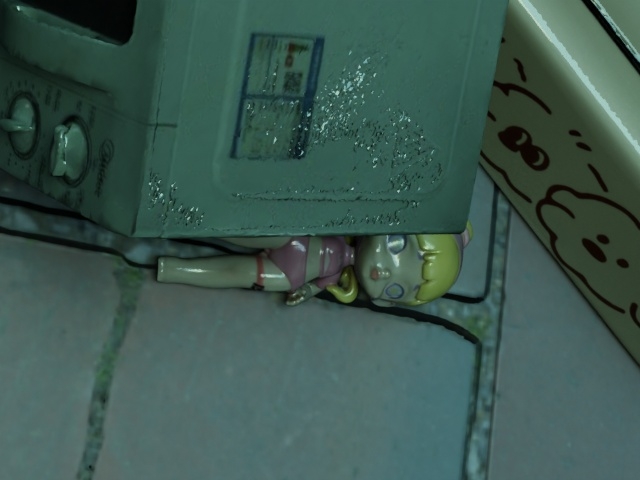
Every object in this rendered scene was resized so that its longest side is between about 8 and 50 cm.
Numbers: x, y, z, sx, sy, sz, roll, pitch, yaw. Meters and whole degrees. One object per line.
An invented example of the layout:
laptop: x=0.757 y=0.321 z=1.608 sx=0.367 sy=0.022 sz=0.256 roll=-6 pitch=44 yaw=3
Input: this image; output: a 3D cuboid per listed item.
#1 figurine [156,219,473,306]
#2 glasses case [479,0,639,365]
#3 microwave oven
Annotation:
figurine: x=0.000 y=0.000 z=1.064 sx=0.187 sy=0.083 sz=0.083 roll=-1 pitch=80 yaw=-12
glasses case: x=0.158 y=-0.066 z=1.100 sx=0.076 sy=0.144 sz=0.336 roll=-43 pitch=98 yaw=-26
microwave oven: x=-0.033 y=-0.164 z=0.936 sx=0.237 sy=0.181 sz=0.295 roll=-1 pitch=107 yaw=-39
